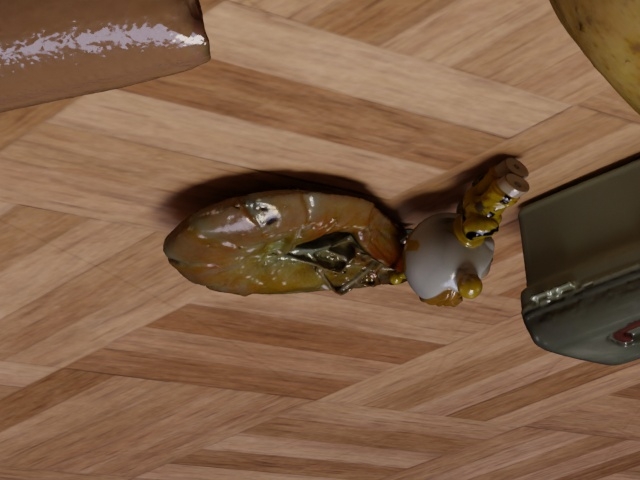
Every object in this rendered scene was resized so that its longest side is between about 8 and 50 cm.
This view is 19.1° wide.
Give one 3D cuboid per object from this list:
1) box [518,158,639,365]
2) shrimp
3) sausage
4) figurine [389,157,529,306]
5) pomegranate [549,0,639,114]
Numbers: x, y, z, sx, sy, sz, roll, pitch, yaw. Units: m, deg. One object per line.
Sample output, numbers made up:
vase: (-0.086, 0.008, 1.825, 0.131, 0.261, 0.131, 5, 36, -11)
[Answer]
box: (0.269, 0.013, 1.539, 0.210, 0.129, 0.148, -23, 155, 38)
shrimp: (0.000, 0.001, 1.524, 0.267, 0.061, 0.145, 12, 143, -37)
sausage: (-0.184, -0.126, 1.023, 0.253, 0.123, 0.123, -10, 159, 8)
figurine: (0.115, -0.002, 1.499, 0.068, 0.101, 0.143, 24, 153, -17)
pomegranate: (0.234, -0.159, 0.860, 0.281, 0.281, 0.281, -6, 160, -2)
